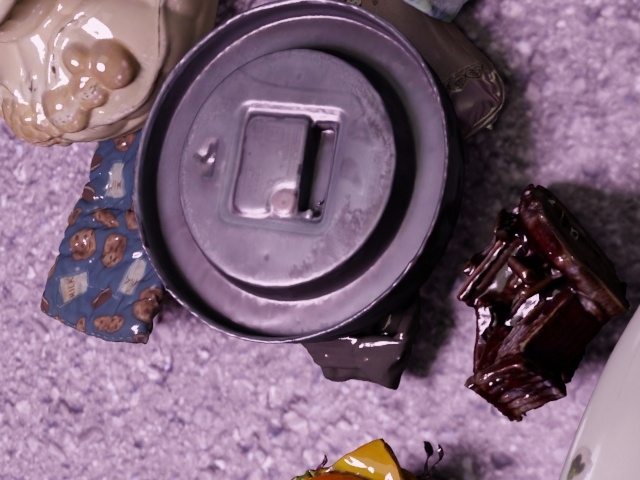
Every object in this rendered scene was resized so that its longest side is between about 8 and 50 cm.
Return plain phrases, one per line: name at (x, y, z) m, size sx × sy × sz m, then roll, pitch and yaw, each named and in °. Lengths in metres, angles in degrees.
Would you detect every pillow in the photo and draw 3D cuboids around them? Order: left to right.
pillow at (-0.197, -0.023, 1.456) m, size 0.189 × 0.034 × 0.256 m, roll 12°, pitch 78°, yaw 42°
pillow at (0.075, -0.177, 1.319) m, size 0.130 × 0.038 × 0.233 m, roll -38°, pitch 67°, yaw 18°

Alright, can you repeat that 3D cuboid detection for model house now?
model house at (0.166, 0.059, 1.165) m, size 0.141 × 0.203 × 0.164 m, roll 45°, pitch 103°, yaw 3°

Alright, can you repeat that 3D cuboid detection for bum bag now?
bum bag at (0.000, 0.000, 1.345) m, size 0.142 × 0.079 × 0.326 m, roll -32°, pitch 68°, yaw 21°

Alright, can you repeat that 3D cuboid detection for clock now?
clock at (-0.022, -0.062, 1.286) m, size 0.318 × 0.066 × 0.319 m, roll -5°, pitch 79°, yaw 24°

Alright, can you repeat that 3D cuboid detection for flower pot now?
flower pot at (-0.282, -0.255, 1.417) m, size 0.307 × 0.244 × 0.308 m, roll -9°, pitch 75°, yaw 36°

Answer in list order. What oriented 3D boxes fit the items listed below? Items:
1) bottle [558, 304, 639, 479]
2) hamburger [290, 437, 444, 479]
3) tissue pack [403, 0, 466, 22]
bottle at (0.313, 0.104, 1.045) m, size 0.229 × 0.229 × 0.352 m, roll 13°, pitch 76°, yaw 33°
hamburger at (0.042, 0.306, 1.264) m, size 0.261 × 0.138 × 0.243 m, roll -33°, pitch 71°, yaw 25°
tissue pack at (0.015, -0.351, 1.244) m, size 0.128 × 0.228 × 0.311 m, roll -46°, pitch 65°, yaw 12°
